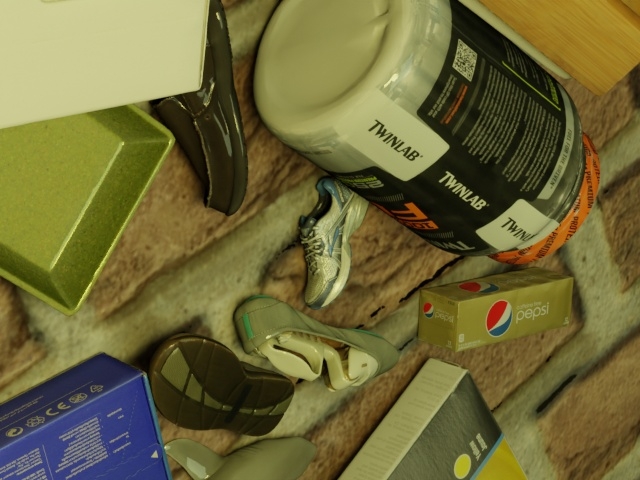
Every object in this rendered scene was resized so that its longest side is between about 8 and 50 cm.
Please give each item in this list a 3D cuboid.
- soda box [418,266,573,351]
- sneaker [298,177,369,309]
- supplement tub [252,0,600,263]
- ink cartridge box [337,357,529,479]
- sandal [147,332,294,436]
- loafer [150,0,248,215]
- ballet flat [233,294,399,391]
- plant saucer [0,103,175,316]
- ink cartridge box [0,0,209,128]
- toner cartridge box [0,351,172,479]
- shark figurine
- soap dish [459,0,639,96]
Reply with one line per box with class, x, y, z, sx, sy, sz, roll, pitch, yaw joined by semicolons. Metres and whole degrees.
soda box;0.192;0.073;1.898;0.181;0.061;0.058;-10;108;-39
sneaker;0.000;0.000;1.726;0.058;0.052;0.135;19;82;-33
supplement tub;0.112;-0.116;1.677;0.338;0.207;0.207;32;81;-41
ink cartridge box;0.110;0.337;1.884;0.307;0.072;0.304;-52;133;-26
sandal;-0.101;0.133;1.668;0.090;0.060;0.219;-59;147;7
loafer;-0.114;-0.124;1.580;0.078;0.080;0.220;-9;113;-4
ballet flat;0.000;0.117;1.734;0.213;0.068;0.072;24;129;-39
plant saucer;-0.241;-0.058;1.496;0.188;0.045;0.188;37;77;-41
ink cartridge box;-0.256;-0.196;1.256;0.223;0.307;0.129;-15;123;-37
toner cartridge box;-0.293;0.247;1.520;0.348;0.075;0.165;-27;120;-32
shark figurine;-0.097;0.305;1.684;0.166;0.116;0.278;32;79;-40
soap dish;0.207;-0.297;1.597;0.291;0.118;0.229;31;59;-42
